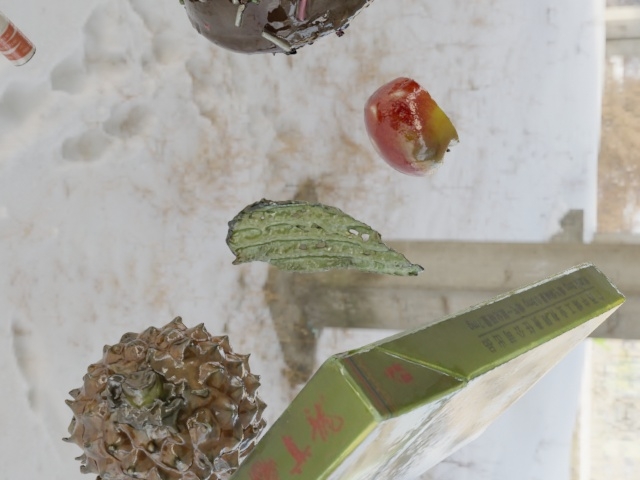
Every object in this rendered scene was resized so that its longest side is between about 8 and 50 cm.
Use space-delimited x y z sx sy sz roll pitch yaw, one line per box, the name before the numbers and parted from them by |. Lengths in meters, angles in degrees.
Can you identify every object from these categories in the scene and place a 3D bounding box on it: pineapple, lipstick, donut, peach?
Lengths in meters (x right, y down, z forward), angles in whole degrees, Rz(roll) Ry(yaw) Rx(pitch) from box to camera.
pineapple | -0.127 0.138 0.727 0.193 0.166 0.166 78 18 -67
lipstick | -0.410 -0.272 1.112 0.131 0.038 0.038 49 43 -49
donut | -0.036 -0.311 0.958 0.103 0.269 0.270 59 35 -50
peach | 0.132 -0.168 1.351 0.118 0.151 0.151 -2 93 -35

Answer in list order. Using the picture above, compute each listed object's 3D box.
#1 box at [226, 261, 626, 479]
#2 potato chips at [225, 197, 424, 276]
box | 0.064 0.103 0.548 0.311 0.043 0.173 -11 145 -52
potato chips | 0.000 0.001 0.907 0.028 0.207 0.092 -66 154 -48
